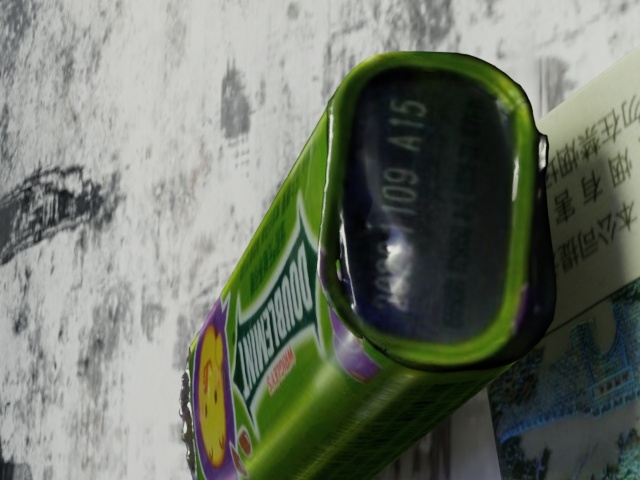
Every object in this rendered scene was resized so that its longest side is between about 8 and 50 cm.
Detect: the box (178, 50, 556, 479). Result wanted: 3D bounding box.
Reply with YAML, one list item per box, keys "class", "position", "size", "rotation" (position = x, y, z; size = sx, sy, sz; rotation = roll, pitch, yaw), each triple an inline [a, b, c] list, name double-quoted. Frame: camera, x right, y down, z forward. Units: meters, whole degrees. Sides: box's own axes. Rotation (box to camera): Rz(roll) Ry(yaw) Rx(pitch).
- class: "box"
  position: [0.005, 0.043, 0.792]
  size: [0.345, 0.097, 0.134]
  rotation: [126, 142, -66]

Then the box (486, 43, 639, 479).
- class: "box"
  position: [0.142, 0.060, 0.684]
  size: [0.164, 0.069, 0.257]
  rotation: [-39, 52, 49]
